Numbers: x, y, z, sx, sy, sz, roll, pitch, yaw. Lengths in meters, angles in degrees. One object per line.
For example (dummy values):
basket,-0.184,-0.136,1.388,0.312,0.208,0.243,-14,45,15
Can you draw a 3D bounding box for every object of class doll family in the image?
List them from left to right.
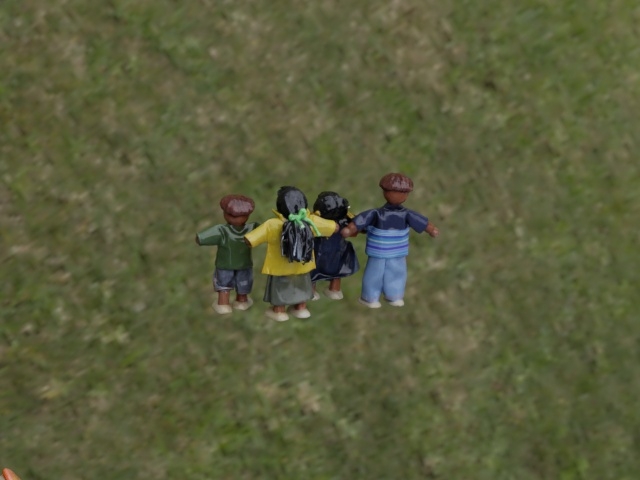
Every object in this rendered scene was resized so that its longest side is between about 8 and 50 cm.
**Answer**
doll family,0.000,0.000,1.237,0.193,0.076,0.111,-7,110,-33

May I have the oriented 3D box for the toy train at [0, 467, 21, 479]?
toy train,-0.236,0.131,1.057,0.166,0.046,0.125,56,9,-6
